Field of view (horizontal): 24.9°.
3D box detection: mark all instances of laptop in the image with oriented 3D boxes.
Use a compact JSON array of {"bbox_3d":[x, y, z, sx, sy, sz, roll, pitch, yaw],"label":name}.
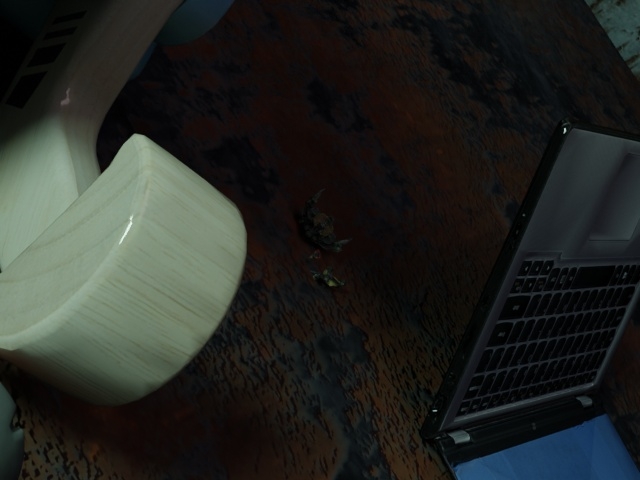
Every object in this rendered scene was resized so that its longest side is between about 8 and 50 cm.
[{"bbox_3d":[0.275,0.143,1.186,0.236,0.407,0.382,28,13,26],"label":"laptop"}]

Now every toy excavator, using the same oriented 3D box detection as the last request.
[{"bbox_3d":[-0.126,-0.155,0.862,0.433,0.445,0.222,19,-13,47],"label":"toy excavator"}]

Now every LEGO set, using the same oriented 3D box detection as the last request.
[{"bbox_3d":[-0.002,0.000,1.113,0.054,0.023,0.083,38,42,-28],"label":"LEGO set"}]

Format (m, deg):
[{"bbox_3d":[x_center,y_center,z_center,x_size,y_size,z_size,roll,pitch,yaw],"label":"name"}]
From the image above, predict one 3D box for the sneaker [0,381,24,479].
[{"bbox_3d":[-0.252,0.024,0.497,0.341,0.125,0.139,42,36,-19],"label":"sneaker"}]
